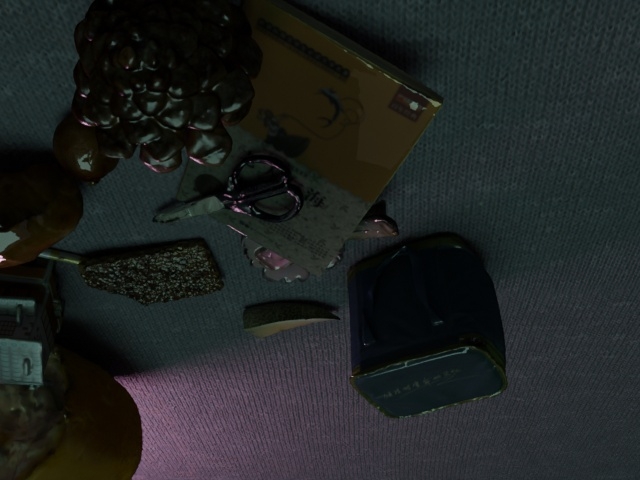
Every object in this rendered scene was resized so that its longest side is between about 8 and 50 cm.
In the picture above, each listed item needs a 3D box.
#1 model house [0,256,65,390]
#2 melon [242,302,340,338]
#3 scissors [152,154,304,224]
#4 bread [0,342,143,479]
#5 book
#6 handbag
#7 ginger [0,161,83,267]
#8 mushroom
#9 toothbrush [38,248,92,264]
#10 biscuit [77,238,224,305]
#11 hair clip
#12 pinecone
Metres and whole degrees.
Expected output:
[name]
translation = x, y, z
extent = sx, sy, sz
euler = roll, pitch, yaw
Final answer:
[model house]
translation = -0.577, 0.151, 1.113
extent = 0.224, 0.215, 0.198
euler = 8, 142, -9
[melon]
translation = -0.059, 0.158, 1.251
extent = 0.182, 0.054, 0.098
euler = -15, 144, 18
[scissors]
translation = -0.157, -0.057, 0.945
extent = 0.300, 0.022, 0.109
euler = -11, 121, 34
[bread]
translation = -0.538, 0.369, 1.306
extent = 0.250, 0.361, 0.394
euler = -29, 146, 7
[book]
translation = -0.040, -0.119, 0.868
extent = 0.269, 0.032, 0.389
euler = 29, 136, -3
[handbag]
translation = 0.181, 0.150, 1.089
extent = 0.263, 0.241, 0.222
euler = -19, 136, 22
[ginger]
translation = -0.519, -0.038, 0.924
extent = 0.321, 0.172, 0.165
euler = 3, 178, -5
[mushroom]
translation = -0.329, -0.116, 0.899
extent = 0.088, 0.072, 0.129
euler = -23, 148, -21
[toothbrush]
translation = -0.375, 0.052, 1.144
extent = 0.288, 0.021, 0.024
euler = 16, 127, -19
[biscuit]
translation = -0.304, 0.068, 1.132
extent = 0.237, 0.026, 0.131
euler = -11, 132, 3
[hair clip]
translation = 0.003, -0.006, 1.030
extent = 0.300, 0.069, 0.173
euler = -17, 134, 37
[pinecone]
translation = -0.172, -0.191, 0.701
extent = 0.203, 0.228, 0.201
euler = 14, -178, -26
